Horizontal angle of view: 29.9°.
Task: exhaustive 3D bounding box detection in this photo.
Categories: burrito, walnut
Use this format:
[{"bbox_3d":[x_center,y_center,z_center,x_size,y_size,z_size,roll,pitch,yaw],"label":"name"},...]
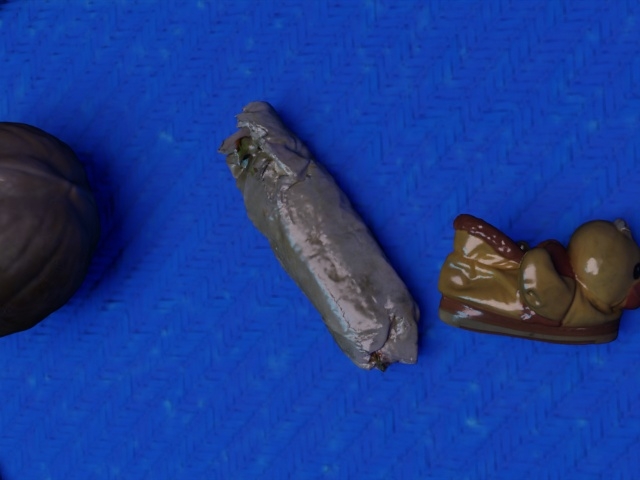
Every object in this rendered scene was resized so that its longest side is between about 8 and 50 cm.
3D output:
[{"bbox_3d":[-0.001,0.000,0.720,0.058,0.045,0.188,-42,76,27],"label":"burrito"},{"bbox_3d":[-0.219,-0.005,0.773,0.162,0.140,0.140,-26,79,33],"label":"walnut"}]

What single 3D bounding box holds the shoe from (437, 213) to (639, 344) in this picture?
[{"bbox_3d":[0.118,0.020,0.650,0.109,0.072,0.069,3,96,25],"label":"shoe"}]
